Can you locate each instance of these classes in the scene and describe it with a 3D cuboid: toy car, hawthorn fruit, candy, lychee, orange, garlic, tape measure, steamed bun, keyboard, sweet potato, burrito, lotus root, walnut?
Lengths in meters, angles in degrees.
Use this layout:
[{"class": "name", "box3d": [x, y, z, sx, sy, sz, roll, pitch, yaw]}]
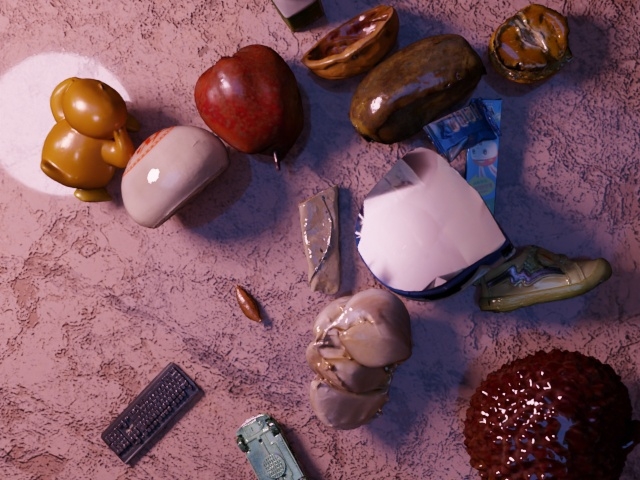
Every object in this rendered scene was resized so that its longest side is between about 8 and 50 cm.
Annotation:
[{"class": "toy car", "box3d": [-0.086, 0.461, 1.648, 0.090, 0.076, 0.224, -31, 80, 6]}, {"class": "hawthorn fruit", "box3d": [-0.130, -0.252, 1.584, 0.208, 0.208, 0.248, -22, 98, 5]}, {"class": "candy", "box3d": [0.277, -0.213, 1.568, 0.136, 0.038, 0.088, -29, 90, -11]}, {"class": "lychee", "box3d": [0.431, 0.351, 1.499, 0.331, 0.306, 0.305, 0, 91, 33]}, {"class": "orange", "box3d": [0.404, -0.378, 1.578, 0.170, 0.112, 0.160, 16, 80, -18]}, {"class": "garlic", "box3d": [0.055, 0.214, 1.580, 0.203, 0.184, 0.281, 15, 115, -37]}, {"class": "tape measure", "box3d": [0.206, -0.012, 1.550, 0.262, 0.138, 0.259, -42, 65, 15]}, {"class": "steamed bun", "box3d": [-0.297, -0.138, 1.580, 0.232, 0.232, 0.145, -40, 97, 4]}, {"class": "keyboard", "box3d": [-0.359, 0.364, 1.698, 0.094, 0.025, 0.230, 44, 94, 6]}, {"class": "sweet potato", "box3d": [-0.151, 0.133, 1.673, 0.034, 0.034, 0.095, -34, 77, 5]}, {"class": "burrito", "box3d": [0.000, 0.000, 1.642, 0.087, 0.060, 0.225, -5, 89, 0]}, {"class": "lotus root", "box3d": [0.179, -0.298, 1.571, 0.275, 0.160, 0.151, -34, 77, 5]}, {"class": "walnut", "box3d": [0.071, -0.378, 1.604, 0.211, 0.167, 0.087, -27, 122, 15]}]

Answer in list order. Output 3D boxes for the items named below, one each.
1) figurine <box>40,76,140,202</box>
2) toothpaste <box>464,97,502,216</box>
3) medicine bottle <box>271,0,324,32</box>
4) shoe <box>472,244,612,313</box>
[{"class": "figurine", "box3d": [-0.465, -0.204, 1.613, 0.215, 0.215, 0.228, 35, 93, 4]}, {"class": "toothpaste", "box3d": [0.323, -0.150, 1.616, 0.065, 0.050, 0.266, 4, 91, 6]}, {"class": "medicine bottle", "box3d": [-0.063, -0.499, 1.579, 0.088, 0.188, 0.132, -31, 87, 5]}, {"class": "shoe", "box3d": [0.427, 0.073, 1.563, 0.262, 0.140, 0.128, -18, 99, 11]}]
